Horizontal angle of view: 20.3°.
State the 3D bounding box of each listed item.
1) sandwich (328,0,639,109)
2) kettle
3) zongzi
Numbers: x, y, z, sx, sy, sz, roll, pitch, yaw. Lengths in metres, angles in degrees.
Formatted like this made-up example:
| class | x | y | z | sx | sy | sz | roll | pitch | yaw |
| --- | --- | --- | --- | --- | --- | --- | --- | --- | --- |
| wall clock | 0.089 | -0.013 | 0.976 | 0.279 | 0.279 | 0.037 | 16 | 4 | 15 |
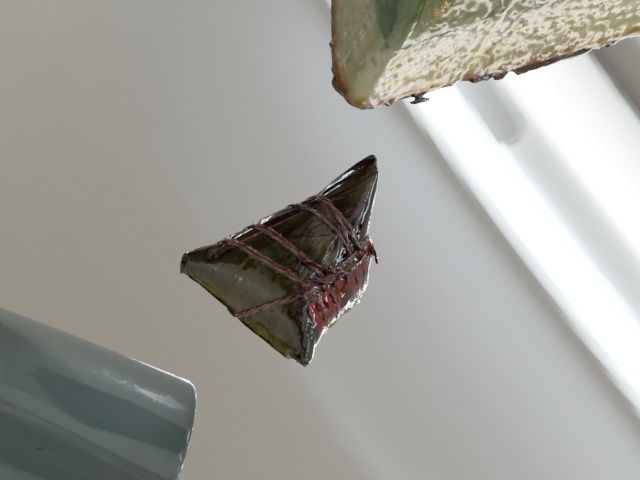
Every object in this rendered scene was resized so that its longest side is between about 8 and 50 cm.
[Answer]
| class | x | y | z | sx | sy | sz | roll | pitch | yaw |
| --- | --- | --- | --- | --- | --- | --- | --- | --- | --- |
| sandwich | 0.069 | -0.178 | 0.880 | 0.186 | 0.220 | 0.108 | 56 | -37 | 20 |
| kettle | -0.219 | 0.101 | 0.980 | 0.243 | 0.160 | 0.210 | 28 | -23 | -14 |
| zongzi | 0.000 | 0.000 | 0.700 | 0.067 | 0.083 | 0.073 | 34 | -61 | 25 |
